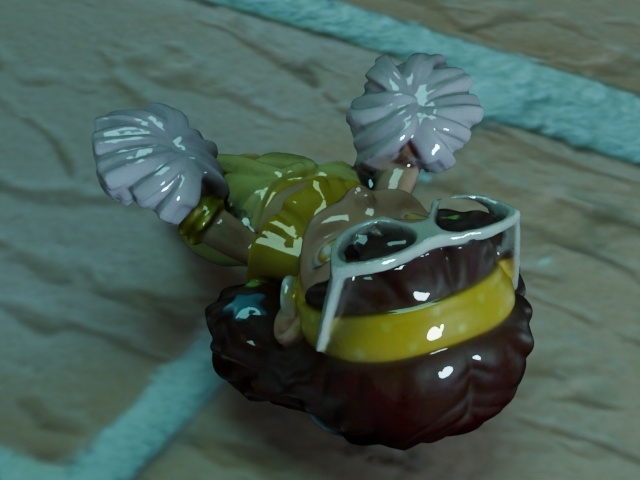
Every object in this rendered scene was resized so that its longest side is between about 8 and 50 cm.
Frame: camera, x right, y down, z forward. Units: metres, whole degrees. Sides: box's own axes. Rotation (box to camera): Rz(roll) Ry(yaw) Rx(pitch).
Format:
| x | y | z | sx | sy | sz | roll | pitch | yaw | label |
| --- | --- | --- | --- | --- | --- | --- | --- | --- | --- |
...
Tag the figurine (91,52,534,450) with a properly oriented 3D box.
| x | y | z | sx | sy | sz | roll | pitch | yaw | label |
| --- | --- | --- | --- | --- | --- | --- | --- | --- | --- |
| 0.001 | 0.001 | 0.825 | 0.174 | 0.116 | 0.240 | -14 | 33 | -22 | figurine |
